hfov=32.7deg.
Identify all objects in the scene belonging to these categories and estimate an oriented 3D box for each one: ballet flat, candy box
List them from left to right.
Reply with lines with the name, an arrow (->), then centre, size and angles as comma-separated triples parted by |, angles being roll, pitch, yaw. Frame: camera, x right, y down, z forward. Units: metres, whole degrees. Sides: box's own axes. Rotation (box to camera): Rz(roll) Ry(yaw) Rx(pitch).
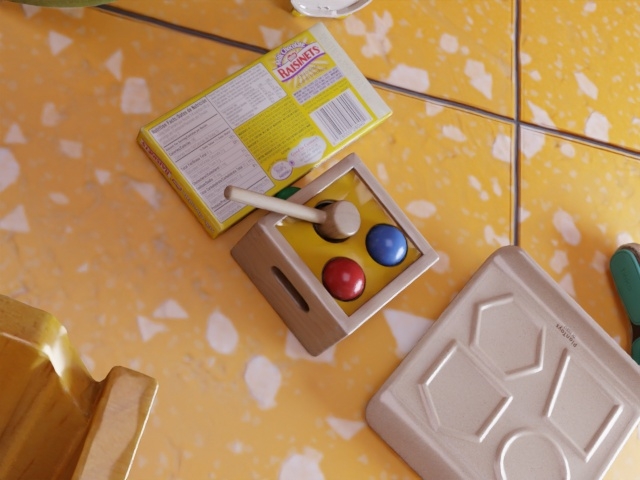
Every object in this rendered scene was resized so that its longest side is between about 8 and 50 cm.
candy box -> -0.042, -0.096, 0.914 | 0.206, 0.027, 0.105 | -36, 85, -30
ballet flat -> 0.306, 0.080, 0.981 | 0.052, 0.057, 0.168 | 3, 69, -32

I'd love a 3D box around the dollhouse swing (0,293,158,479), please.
dollhouse swing -> -0.318, 0.198, 0.548 | 0.347, 0.315, 0.305 | 24, 43, -14

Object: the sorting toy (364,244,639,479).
sorting toy -> 0.161, 0.136, 0.911 | 0.193, 0.038, 0.208 | 45, 65, -2

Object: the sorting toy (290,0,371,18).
sorting toy -> 0.000, -0.242, 0.982 | 0.083, 0.045, 0.075 | -1, 64, -23

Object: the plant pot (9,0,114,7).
plant pot -> -0.188, -0.432, 0.823 | 0.366, 0.366, 0.353 | 28, 51, -11

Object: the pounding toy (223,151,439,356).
pounding toy -> 0.000, 0.000, 0.853 | 0.130, 0.100, 0.141 | -38, 88, -30
